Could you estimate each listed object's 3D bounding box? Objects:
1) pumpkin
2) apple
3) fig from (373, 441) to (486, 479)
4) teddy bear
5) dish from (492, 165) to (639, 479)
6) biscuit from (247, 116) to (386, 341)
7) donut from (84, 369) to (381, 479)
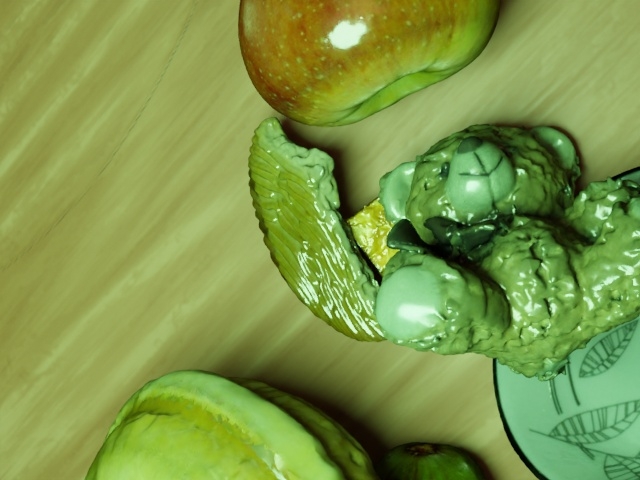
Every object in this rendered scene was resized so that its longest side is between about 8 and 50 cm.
[{"bbox_3d":[0.069,-0.010,1.040,0.083,0.054,0.074,-37,88,-1],"label":"pumpkin"},{"bbox_3d":[0.037,-0.206,0.942,0.234,0.210,0.173,-21,85,7],"label":"apple"},{"bbox_3d":[0.108,0.312,1.052,0.124,0.124,0.236,2,111,19],"label":"fig"},{"bbox_3d":[0.161,-0.007,0.917,0.267,0.156,0.256,-13,49,-1],"label":"teddy bear"},{"bbox_3d":[0.302,0.088,0.906,0.316,0.106,0.317,-26,50,37],"label":"dish"},{"bbox_3d":[-0.001,0.000,1.031,0.228,0.031,0.176,46,144,26],"label":"biscuit"},{"bbox_3d":[-0.066,0.327,1.002,0.449,0.198,0.449,22,123,39],"label":"donut"}]
